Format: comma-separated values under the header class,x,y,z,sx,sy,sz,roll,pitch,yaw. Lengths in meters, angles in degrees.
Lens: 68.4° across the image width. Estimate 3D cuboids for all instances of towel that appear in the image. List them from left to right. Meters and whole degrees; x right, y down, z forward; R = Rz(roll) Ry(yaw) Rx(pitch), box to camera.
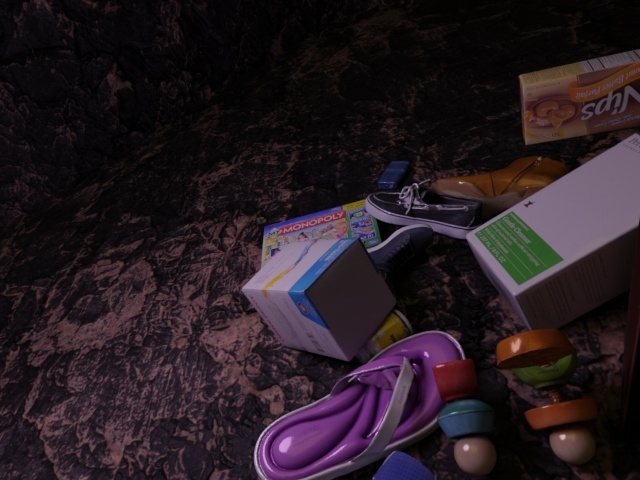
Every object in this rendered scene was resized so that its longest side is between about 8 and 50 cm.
class,x,y,z,sx,sy,sz,roll,pitch,yaw
towel,0.221,-0.196,1.409,0.067,0.029,0.119,6,44,33

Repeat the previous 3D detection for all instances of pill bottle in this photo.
class,x,y,z,sx,sy,sz,roll,pitch,yaw
pill bottle,0.119,0.193,0.931,0.116,0.065,0.065,-33,37,-14

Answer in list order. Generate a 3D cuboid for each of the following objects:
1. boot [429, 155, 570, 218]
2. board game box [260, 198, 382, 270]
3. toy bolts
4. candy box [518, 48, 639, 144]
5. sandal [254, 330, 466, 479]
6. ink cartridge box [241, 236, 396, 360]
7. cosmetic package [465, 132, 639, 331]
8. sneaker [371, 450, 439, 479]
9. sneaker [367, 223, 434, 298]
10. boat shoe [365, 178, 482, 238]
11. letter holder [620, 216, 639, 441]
class,x,y,z,sx,sy,sz,roll,pitch,yaw
boot,0.449,-0.144,1.184,0.295,0.104,0.211,14,43,32
board game box,0.000,0.000,1.255,0.317,0.046,0.214,-15,37,8
toy bolts,0.277,0.243,0.677,0.228,0.218,0.159,-17,59,17
candy box,0.712,-0.382,1.271,0.316,0.183,0.088,-8,39,18
sandal,0.078,0.280,0.792,0.416,0.102,0.169,-31,48,-14
ink cartridge box,-0.007,0.111,0.957,0.168,0.171,0.232,-44,23,-31
cosmetic package,0.490,-0.008,0.868,0.365,0.155,0.197,-34,35,8
sneaker,0.057,0.406,0.588,0.127,0.182,0.315,12,48,35
sneaker,0.170,0.057,1.049,0.226,0.086,0.163,-29,25,6
boat shoe,0.247,-0.092,1.168,0.306,0.105,0.113,21,40,36
letter holder,0.506,0.113,0.638,0.152,0.302,0.214,3,42,30
